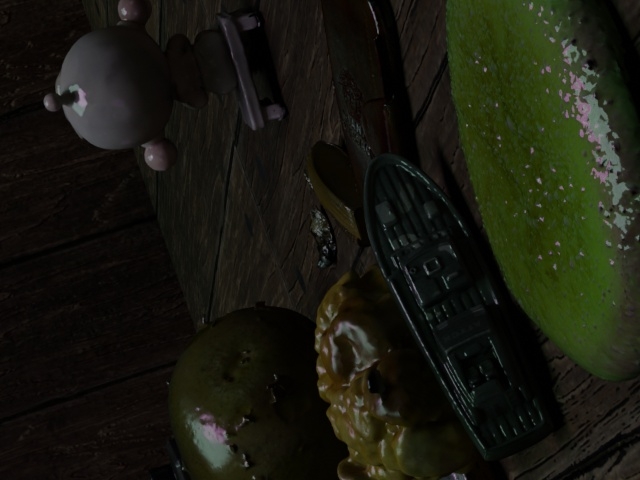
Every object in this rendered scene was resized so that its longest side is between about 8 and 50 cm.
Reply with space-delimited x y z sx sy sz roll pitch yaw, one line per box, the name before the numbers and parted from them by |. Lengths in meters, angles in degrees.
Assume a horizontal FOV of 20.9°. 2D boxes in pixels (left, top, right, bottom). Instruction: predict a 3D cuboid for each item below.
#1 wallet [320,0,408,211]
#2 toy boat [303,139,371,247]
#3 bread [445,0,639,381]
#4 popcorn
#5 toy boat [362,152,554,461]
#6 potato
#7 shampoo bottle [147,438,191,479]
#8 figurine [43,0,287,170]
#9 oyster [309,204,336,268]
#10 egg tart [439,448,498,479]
wallet | 0.042 -0.113 1.477 0.137 0.031 0.255 -123 19 -56
toy boat | 0.018 -0.048 1.663 0.149 0.047 0.049 -121 17 -49
bread | 0.136 -0.058 1.062 0.301 0.045 0.301 163 90 -79
popcorn | 0.072 0.120 1.417 0.194 0.140 0.163 -120 22 -54
toy boat | 0.097 0.041 1.320 0.260 0.078 0.085 66 -176 23
potato | -0.041 0.250 2.021 0.269 0.219 0.359 -106 -2 -50
shampoo bottle | -0.107 0.283 2.301 0.080 0.246 0.079 -134 27 -67
figurine | -0.180 -0.169 1.919 0.144 0.257 0.181 -125 22 -52
oyster | 0.000 0.002 1.912 0.083 0.019 0.054 86 163 -51
egg tart | 0.113 0.263 1.569 0.234 0.094 0.234 161 90 -78
